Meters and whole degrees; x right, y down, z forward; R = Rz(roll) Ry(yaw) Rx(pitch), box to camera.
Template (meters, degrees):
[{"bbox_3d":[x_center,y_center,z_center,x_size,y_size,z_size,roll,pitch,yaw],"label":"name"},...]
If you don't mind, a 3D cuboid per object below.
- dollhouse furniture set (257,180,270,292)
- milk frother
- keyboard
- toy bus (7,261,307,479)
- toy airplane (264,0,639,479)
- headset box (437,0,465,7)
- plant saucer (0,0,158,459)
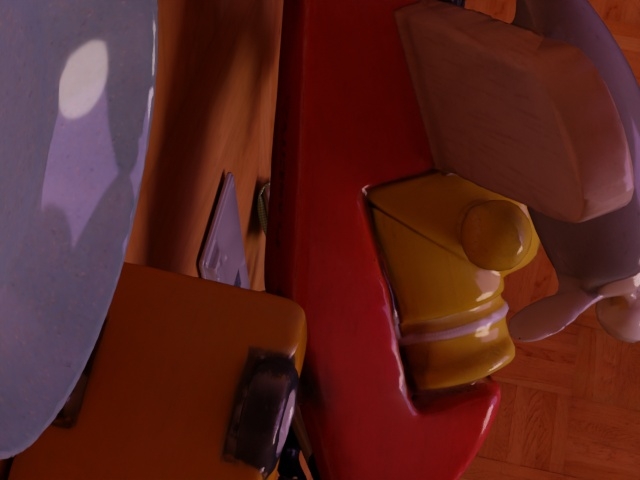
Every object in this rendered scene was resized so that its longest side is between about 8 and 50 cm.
[{"bbox_3d":[-0.041,0.030,1.045,0.076,0.058,0.152,-10,86,-79],"label":"dollhouse furniture set"},{"bbox_3d":[-0.013,0.218,1.394,0.143,0.129,0.135,41,18,-51],"label":"milk frother"},{"bbox_3d":[-0.066,0.042,0.971,0.256,0.014,0.072,89,9,-63],"label":"keyboard"},{"bbox_3d":[-0.090,0.183,0.553,0.130,0.108,0.333,86,17,-67],"label":"toy bus"},{"bbox_3d":[0.067,-0.069,0.735,0.384,0.272,0.386,108,-17,-52],"label":"toy airplane"},{"bbox_3d":[0.092,-0.223,1.433,0.218,0.110,0.293,92,11,-51],"label":"headset box"},{"bbox_3d":[-0.099,-0.027,0.435,0.195,0.037,0.195,11,90,-84],"label":"plant saucer"}]
